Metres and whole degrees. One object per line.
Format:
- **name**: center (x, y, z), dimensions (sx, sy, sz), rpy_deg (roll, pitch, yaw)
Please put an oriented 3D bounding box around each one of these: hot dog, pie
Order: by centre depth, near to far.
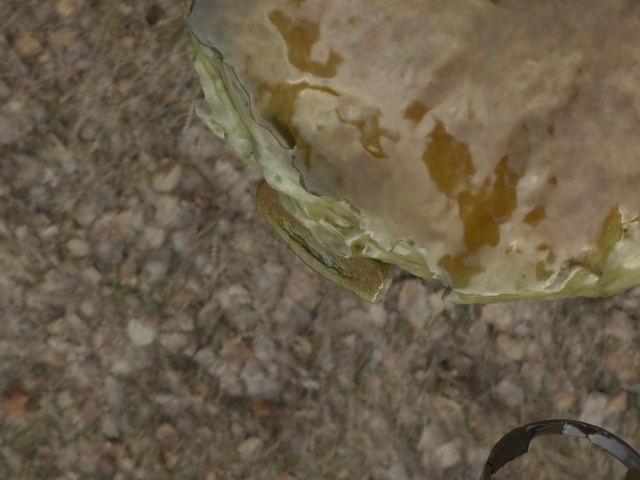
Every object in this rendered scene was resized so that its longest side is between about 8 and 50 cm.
- **pie**: center (0.101, -0.122, 0.534), dimensions (0.339, 0.083, 0.340), rpy_deg (-4, 114, -9)
- **hot dog**: center (0.001, 0.000, 0.969), dimensions (0.137, 0.028, 0.044), rpy_deg (36, 111, 30)

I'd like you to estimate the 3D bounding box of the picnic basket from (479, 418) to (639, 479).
- **picnic basket**: center (0.170, 0.187, 0.814), dimensions (0.178, 0.128, 0.138), rpy_deg (55, 144, 36)
